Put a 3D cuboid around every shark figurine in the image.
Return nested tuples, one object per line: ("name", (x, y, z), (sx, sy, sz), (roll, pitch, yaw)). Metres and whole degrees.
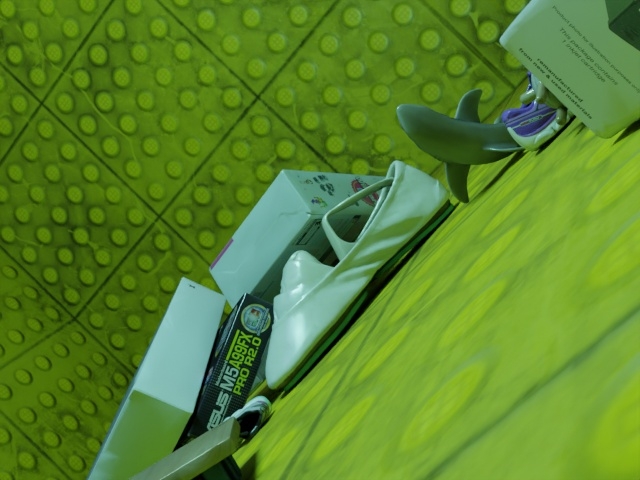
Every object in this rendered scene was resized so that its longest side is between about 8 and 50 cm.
("shark figurine", (0.248, -0.148, 1.078), (0.278, 0.166, 0.116), (-28, 20, -18))

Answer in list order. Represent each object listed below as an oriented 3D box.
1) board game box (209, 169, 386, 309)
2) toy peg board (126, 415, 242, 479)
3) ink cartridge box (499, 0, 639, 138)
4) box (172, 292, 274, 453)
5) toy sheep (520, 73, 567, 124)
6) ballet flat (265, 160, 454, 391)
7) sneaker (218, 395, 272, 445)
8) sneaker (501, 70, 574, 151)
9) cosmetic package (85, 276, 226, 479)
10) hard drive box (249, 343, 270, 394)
("board game box", (0.000, 0.000, 1.376), (0.303, 0.097, 0.224), (-1, -41, -51))
("toy peg board", (-0.135, 0.252, 0.805), (0.161, 0.079, 0.161), (-30, -2, -6))
("ink cartridge box", (0.258, -0.203, 0.510), (0.198, 0.115, 0.273), (-46, -1, -17))
("box", (-0.151, 0.217, 1.265), (0.270, 0.060, 0.216), (132, 160, -66))
("toy sheep", (0.244, -0.161, 0.799), (0.132, 0.091, 0.091), (-22, 16, 41))
("ballet flat", (0.028, 0.034, 1.191), (0.400, 0.139, 0.139), (-46, 0, -23))
("sneaker", (-0.105, 0.235, 1.039), (0.098, 0.038, 0.069), (-47, -1, 9))
("sneaker", (0.269, -0.177, 0.929), (0.170, 0.071, 0.068), (-45, -1, -8))
("cosmetic package", (-0.263, 0.260, 1.312), (0.377, 0.097, 0.284), (-86, 21, -69))
("hard drive box", (-0.206, 0.313, 1.757), (0.232, 0.089, 0.181), (-47, -1, 13))
